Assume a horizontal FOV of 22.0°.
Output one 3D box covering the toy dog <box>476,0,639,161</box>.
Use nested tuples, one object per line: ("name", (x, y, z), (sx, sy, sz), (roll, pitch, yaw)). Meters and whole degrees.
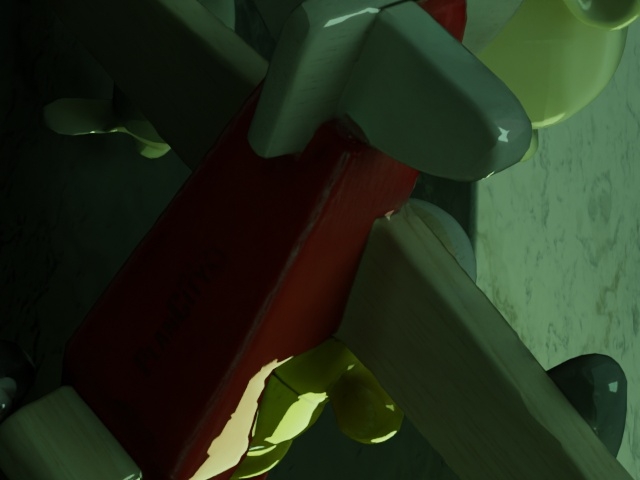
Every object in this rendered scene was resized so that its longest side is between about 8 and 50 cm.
("toy dog", (0.200, -0.308, 1.387), (0.395, 0.285, 0.408), (65, 33, -38))

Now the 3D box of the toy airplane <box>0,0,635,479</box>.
("toy airplane", (0.000, 0.000, 0.860), (0.272, 0.384, 0.386), (-4, 90, -53))
